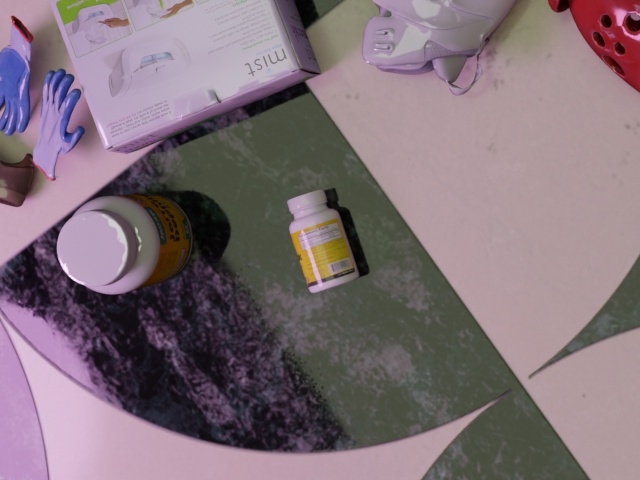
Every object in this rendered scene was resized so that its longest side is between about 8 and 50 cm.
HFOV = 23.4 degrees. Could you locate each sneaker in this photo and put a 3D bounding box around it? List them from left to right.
[{"bbox_3d":[-0.452,-0.102,1.971,0.188,0.066,0.071,20,79,7],"label":"sneaker"},{"bbox_3d":[0.059,-0.318,1.797,0.366,0.137,0.210,24,96,7],"label":"sneaker"}]

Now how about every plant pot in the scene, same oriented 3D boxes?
[{"bbox_3d":[0.360,-0.282,1.707,0.174,0.191,0.191,42,101,10],"label":"plant pot"}]

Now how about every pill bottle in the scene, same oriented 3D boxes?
[{"bbox_3d":[-0.235,0.003,1.844,0.117,0.208,0.117,1,93,13],"label":"pill bottle"},{"bbox_3d":[0.000,0.000,1.866,0.065,0.065,0.116,-18,88,13],"label":"pill bottle"}]

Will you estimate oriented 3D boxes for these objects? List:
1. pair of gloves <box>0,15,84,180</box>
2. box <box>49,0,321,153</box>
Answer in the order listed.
[{"bbox_3d":[-0.353,-0.169,1.901,0.198,0.023,0.159,47,135,29],"label":"pair of gloves"},{"bbox_3d":[-0.166,-0.258,1.857,0.262,0.127,0.231,-22,89,13],"label":"box"}]
